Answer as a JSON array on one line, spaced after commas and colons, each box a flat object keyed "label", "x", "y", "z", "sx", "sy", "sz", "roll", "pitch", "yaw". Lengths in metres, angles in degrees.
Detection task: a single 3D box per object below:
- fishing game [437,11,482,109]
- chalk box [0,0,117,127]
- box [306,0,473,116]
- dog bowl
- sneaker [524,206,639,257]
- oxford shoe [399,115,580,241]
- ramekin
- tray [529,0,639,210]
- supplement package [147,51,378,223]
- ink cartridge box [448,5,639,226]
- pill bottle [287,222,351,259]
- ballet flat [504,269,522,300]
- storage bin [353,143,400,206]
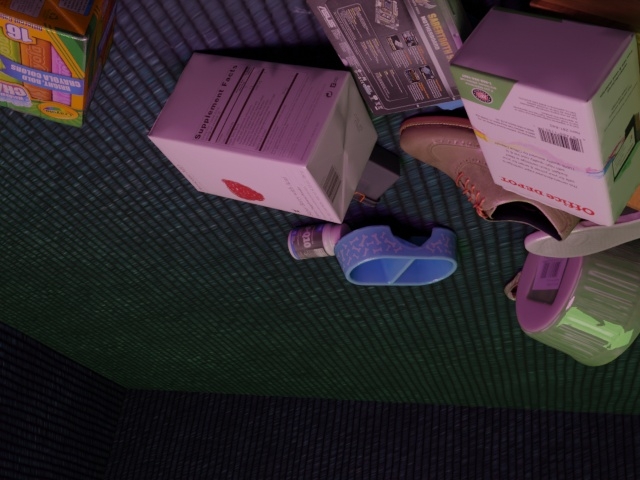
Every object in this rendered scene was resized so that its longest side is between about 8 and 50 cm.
[{"label": "fishing game", "x": 0.193, "y": -0.277, "z": 1.045, "sx": 0.264, "sy": 0.041, "sz": 0.189, "roll": 9, "pitch": 146, "yaw": 10}, {"label": "chalk box", "x": -0.410, "y": -0.298, "z": 1.015, "sx": 0.179, "sy": 0.180, "sz": 0.289, "roll": 15, "pitch": 154, "yaw": -14}, {"label": "box", "x": 0.114, "y": -0.288, "z": 0.975, "sx": 0.183, "sy": 0.056, "sz": 0.231, "roll": -6, "pitch": 142, "yaw": 32}, {"label": "dog bowl", "x": 0.177, "y": 0.041, "z": 1.557, "sx": 0.297, "sy": 0.074, "sz": 0.166, "roll": 2, "pitch": 149, "yaw": -21}, {"label": "sneaker", "x": 0.494, "y": -0.070, "z": 1.221, "sx": 0.295, "sy": 0.147, "sz": 0.104, "roll": -17, "pitch": 150, "yaw": 11}, {"label": "oxford shoe", "x": 0.277, "y": -0.110, "z": 1.169, "sx": 0.348, "sy": 0.130, "sz": 0.123, "roll": 23, "pitch": 164, "yaw": 21}, {"label": "ramekin", "x": 0.525, "y": 0.088, "z": 1.400, "sx": 0.148, "sy": 0.303, "sz": 0.303, "roll": 20, "pitch": 152, "yaw": -6}, {"label": "tray", "x": 0.428, "y": -0.190, "z": 1.001, "sx": 0.203, "sy": 0.076, "sz": 0.411, "roll": 31, "pitch": 167, "yaw": 33}, {"label": "supplement package", "x": -0.088, "y": -0.166, "z": 1.109, "sx": 0.293, "sy": 0.175, "sz": 0.177, "roll": 14, "pitch": 160, "yaw": 27}, {"label": "ink cartridge box", "x": 0.320, "y": -0.164, "z": 0.945, "sx": 0.201, "sy": 0.117, "sz": 0.278, "roll": 29, "pitch": 166, "yaw": 39}, {"label": "pill bottle", "x": 0.000, "y": 0.000, "z": 1.605, "sx": 0.137, "sy": 0.078, "sz": 0.078, "roll": -8, "pitch": 149, "yaw": 29}, {"label": "ballet flat", "x": 0.499, "y": 0.124, "z": 1.741, "sx": 0.057, "sy": 0.052, "sz": 0.168, "roll": 5, "pitch": 154, "yaw": 5}, {"label": "storage bin", "x": 0.084, "y": -0.132, "z": 1.311, "sx": 0.135, "sy": 0.098, "sz": 0.091, "roll": 23, "pitch": 139, "yaw": -28}]
